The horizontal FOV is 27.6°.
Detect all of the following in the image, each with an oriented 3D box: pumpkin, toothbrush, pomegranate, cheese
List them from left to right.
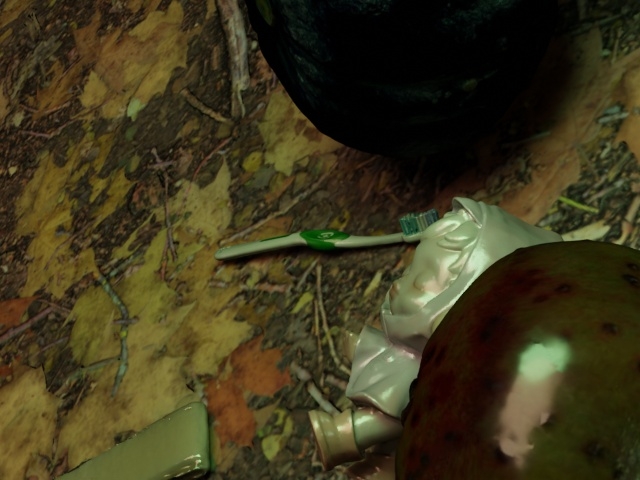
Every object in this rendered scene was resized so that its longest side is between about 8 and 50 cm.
[{"bbox_3d":[-0.274,0.287,1.376,0.400,0.034,0.085,-31,48,22],"label":"cheese"},{"bbox_3d":[0.001,0.002,1.344,0.304,0.030,0.030,-9,55,41],"label":"toothbrush"},{"bbox_3d":[0.067,-0.258,1.233,0.266,0.363,0.363,-20,38,-16],"label":"pumpkin"},{"bbox_3d":[0.209,0.148,0.911,0.291,0.323,0.290,-168,90,-71],"label":"pomegranate"}]

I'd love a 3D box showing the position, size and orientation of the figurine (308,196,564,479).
[{"bbox_3d":[0.100,0.090,1.107,0.276,0.133,0.200,-55,11,0],"label":"figurine"}]
